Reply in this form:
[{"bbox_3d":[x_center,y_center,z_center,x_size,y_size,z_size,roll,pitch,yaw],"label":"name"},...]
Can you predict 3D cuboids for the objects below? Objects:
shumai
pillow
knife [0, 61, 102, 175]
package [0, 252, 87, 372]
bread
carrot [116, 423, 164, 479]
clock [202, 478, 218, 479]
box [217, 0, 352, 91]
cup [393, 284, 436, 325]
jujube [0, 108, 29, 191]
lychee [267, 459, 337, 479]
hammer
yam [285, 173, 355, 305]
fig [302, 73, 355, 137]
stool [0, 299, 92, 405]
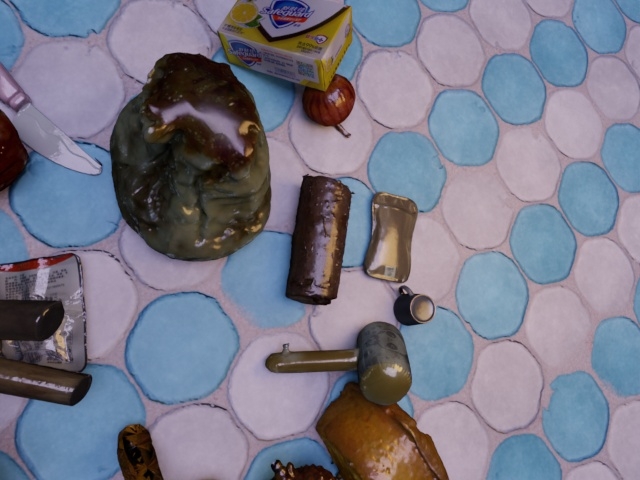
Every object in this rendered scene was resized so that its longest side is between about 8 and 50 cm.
[{"bbox_3d":[-0.235,-0.171,0.877,0.323,0.323,0.398,-12,83,-20],"label":"shumai"},{"bbox_3d":[0.176,-0.008,1.124,0.130,0.033,0.218,12,77,-18],"label":"pillow"},{"bbox_3d":[-0.589,-0.246,0.931,0.081,0.043,0.336,-45,97,-13],"label":"knife"},{"bbox_3d":[-0.529,0.147,0.875,0.165,0.040,0.232,-10,79,-8],"label":"package"},{"bbox_3d":[0.142,0.465,0.952,0.194,0.179,0.340,-30,89,-19],"label":"bread"},{"bbox_3d":[-0.308,0.434,0.819,0.068,0.069,0.229,-27,50,-20],"label":"carrot"},{"bbox_3d":[-0.235,0.641,0.841,0.265,0.108,0.324,-25,89,-20],"label":"clock"},{"bbox_3d":[-0.076,-0.463,1.043,0.264,0.097,0.169,23,73,15],"label":"box"},{"bbox_3d":[0.218,0.151,1.086,0.078,0.077,0.100,-27,88,-20],"label":"cup"},{"bbox_3d":[-0.668,-0.144,0.824,0.243,0.183,0.184,-32,91,-27],"label":"jujube"},{"bbox_3d":[-0.037,0.526,0.882,0.200,0.200,0.239,-24,100,-20],"label":"lychee"},{"bbox_3d":[0.034,0.255,0.985,0.305,0.202,0.113,0,107,3],"label":"hammer"},{"bbox_3d":[-0.001,0.000,1.023,0.130,0.131,0.280,11,78,-15],"label":"yam"},{"bbox_3d":[0.032,-0.330,1.100,0.150,0.128,0.129,14,75,-42],"label":"fig"},{"bbox_3d":[-0.525,0.228,0.645,0.226,0.311,0.310,18,45,5],"label":"stool"}]
